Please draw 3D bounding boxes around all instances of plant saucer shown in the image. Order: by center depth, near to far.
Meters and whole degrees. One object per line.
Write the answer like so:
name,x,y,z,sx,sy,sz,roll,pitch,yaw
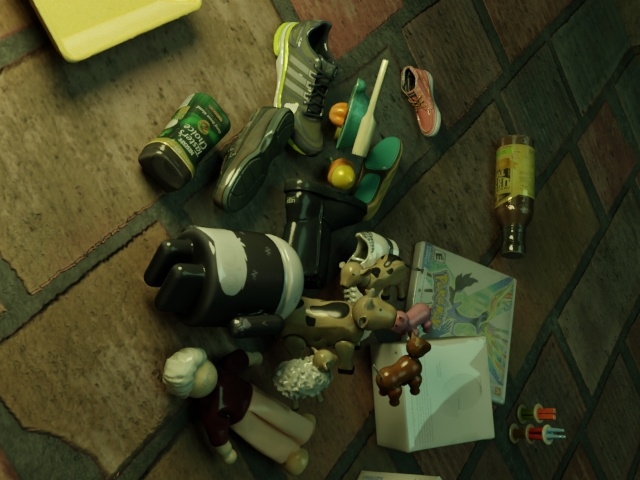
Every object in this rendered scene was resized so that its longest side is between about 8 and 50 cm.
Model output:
plant saucer,-0.394,-0.487,1.350,0.333,0.081,0.332,-41,112,-43

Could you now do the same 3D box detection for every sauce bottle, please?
sauce bottle,0.537,-0.121,2.248,0.111,0.111,0.344,24,64,-42

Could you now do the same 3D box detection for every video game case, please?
video game case,0.335,0.200,1.955,0.300,0.036,0.329,21,66,-23

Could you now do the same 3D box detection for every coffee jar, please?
coffee jar,-0.242,-0.174,1.448,0.096,0.079,0.184,51,50,-27

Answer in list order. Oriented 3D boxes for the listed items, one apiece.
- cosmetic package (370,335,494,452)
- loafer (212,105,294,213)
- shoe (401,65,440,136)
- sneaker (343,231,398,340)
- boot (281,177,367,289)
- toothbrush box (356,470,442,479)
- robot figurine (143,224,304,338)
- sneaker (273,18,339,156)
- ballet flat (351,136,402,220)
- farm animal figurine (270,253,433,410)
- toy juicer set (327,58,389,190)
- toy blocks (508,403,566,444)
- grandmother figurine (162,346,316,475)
cosmetic package,0.240,0.328,1.770,0.225,0.138,0.224,-1,84,-27
loafer,-0.143,-0.160,1.570,0.267,0.084,0.096,-58,154,-32
shoe,0.245,-0.346,2.022,0.081,0.063,0.177,7,71,-45
sneaker,0.083,0.097,1.721,0.095,0.090,0.235,17,87,-39
boot,0.000,0.000,1.664,0.246,0.094,0.207,18,75,-52
toothbrush box,0.207,0.612,1.674,0.283,0.206,0.122,56,48,-24
robot figurine,-0.161,0.068,1.413,0.278,0.174,0.209,5,79,-41
sneaker,-0.025,-0.322,1.680,0.111,0.121,0.299,0,82,-47
ballet flat,0.127,-0.140,1.857,0.232,0.080,0.073,-60,152,-33
farm animal figurine,0.062,0.143,1.529,0.330,0.327,0.172,-99,-178,-55
toy juicer set,0.052,-0.213,1.641,0.090,0.329,0.209,16,75,-4
toy blocks,0.585,0.485,2.147,0.054,0.148,0.123,57,47,-23
grandmother figurine,-0.144,0.286,1.446,0.342,0.104,0.207,40,41,-37
